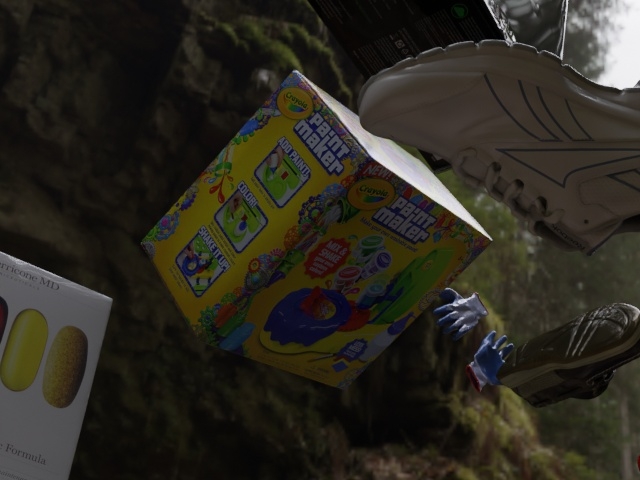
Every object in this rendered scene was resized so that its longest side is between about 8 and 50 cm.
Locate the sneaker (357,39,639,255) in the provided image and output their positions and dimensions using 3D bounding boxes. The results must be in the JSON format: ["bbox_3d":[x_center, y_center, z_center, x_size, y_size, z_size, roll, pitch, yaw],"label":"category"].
[{"bbox_3d":[0.170,-0.063,0.733,0.297,0.129,0.111,12,-11,2],"label":"sneaker"}]

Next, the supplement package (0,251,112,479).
[{"bbox_3d":[-0.299,0.153,0.906,0.139,0.244,0.134,25,-46,-23],"label":"supplement package"}]

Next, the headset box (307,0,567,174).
[{"bbox_3d":[0.118,-0.254,0.921,0.131,0.283,0.246,-19,-55,33],"label":"headset box"}]

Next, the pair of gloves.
[{"bbox_3d":[0.270,0.166,1.715,0.023,0.198,0.159,-34,-9,36],"label":"pair of gloves"}]

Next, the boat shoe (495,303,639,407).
[{"bbox_3d":[0.273,0.128,1.034,0.073,0.080,0.223,44,-31,-6],"label":"boat shoe"}]

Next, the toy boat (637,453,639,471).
[{"bbox_3d":[0.435,0.440,1.334,0.267,0.318,0.148,9,-24,48],"label":"toy boat"}]

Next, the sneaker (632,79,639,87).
[{"bbox_3d":[0.471,-0.185,1.494,0.234,0.106,0.078,-13,-4,-7],"label":"sneaker"}]

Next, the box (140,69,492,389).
[{"bbox_3d":[0.000,0.000,1.192,0.279,0.177,0.290,-47,-38,13],"label":"box"}]
